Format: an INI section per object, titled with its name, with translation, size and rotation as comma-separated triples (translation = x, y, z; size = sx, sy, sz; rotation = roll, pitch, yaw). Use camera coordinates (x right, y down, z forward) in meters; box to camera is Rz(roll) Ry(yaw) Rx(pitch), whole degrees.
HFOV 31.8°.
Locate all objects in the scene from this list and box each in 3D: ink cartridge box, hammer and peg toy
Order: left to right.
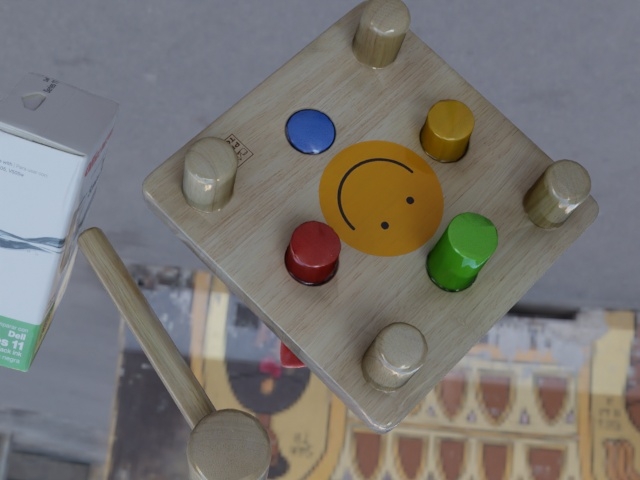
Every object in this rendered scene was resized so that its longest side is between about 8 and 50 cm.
[ink cartridge box]
translation = -0.248, -0.020, 0.958
size = 0.087, 0.208, 0.153
rotation = 18, -157, -7
[hammer and peg toy]
translation = 0.000, 0.000, 0.817
size = 0.266, 0.361, 0.127
rotation = 45, 158, 9

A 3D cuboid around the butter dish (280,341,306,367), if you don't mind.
[butter dish]
translation = -0.004, 0.043, 1.203
size = 0.160, 0.160, 0.118
rotation = -13, 147, 39
